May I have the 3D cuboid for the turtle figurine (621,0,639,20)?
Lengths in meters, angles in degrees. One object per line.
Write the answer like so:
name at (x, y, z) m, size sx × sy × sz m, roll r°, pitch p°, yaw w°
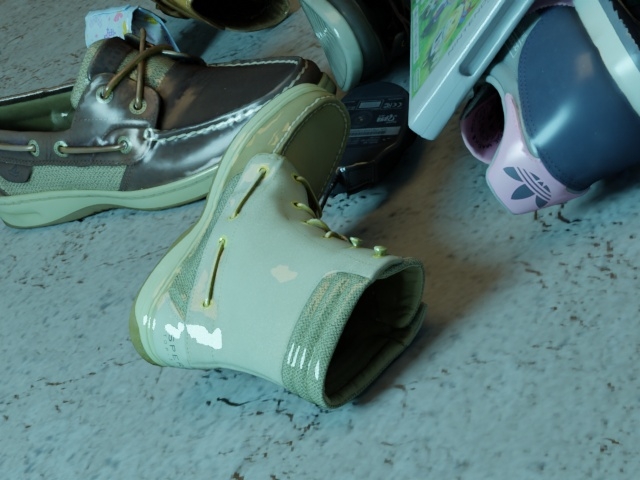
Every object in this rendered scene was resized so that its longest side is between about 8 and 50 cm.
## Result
turtle figurine at (0.217, -0.219, 1.075) m, size 0.118 × 0.175 × 0.234 m, roll 8°, pitch 13°, yaw 4°

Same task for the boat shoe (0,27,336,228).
boat shoe at (-0.151, -0.102, 1.312) m, size 0.342 × 0.123 × 0.123 m, roll -10°, pitch 32°, yaw 35°

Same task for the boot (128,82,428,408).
boot at (0.000, 0.000, 0.996) m, size 0.165 × 0.077 × 0.213 m, roll 11°, pitch 58°, yaw 40°

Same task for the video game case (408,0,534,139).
video game case at (0.116, -0.189, 1.073) m, size 0.193 × 0.023 × 0.212 m, roll -55°, pitch 14°, yaw 28°

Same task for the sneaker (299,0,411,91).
sneaker at (0.051, -0.176, 1.242) m, size 0.118 × 0.083 × 0.222 m, roll -25°, pitch 9°, yaw 3°

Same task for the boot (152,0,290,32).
boot at (-0.104, -0.266, 1.568) m, size 0.220 × 0.109 × 0.283 m, roll 26°, pitch 17°, yaw 34°

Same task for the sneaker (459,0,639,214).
sneaker at (0.137, -0.119, 1.076) m, size 0.131 × 0.112 × 0.319 m, roll -38°, pitch 18°, yaw 13°

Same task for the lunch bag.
lunch bag at (-0.171, -0.179, 1.515) m, size 0.071 × 0.083 × 0.053 m, roll -3°, pitch 36°, yaw 43°

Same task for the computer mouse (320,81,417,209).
computer mouse at (0.012, -0.022, 1.115) m, size 0.071 × 0.041 × 0.242 m, roll 1°, pitch 44°, yaw 29°
